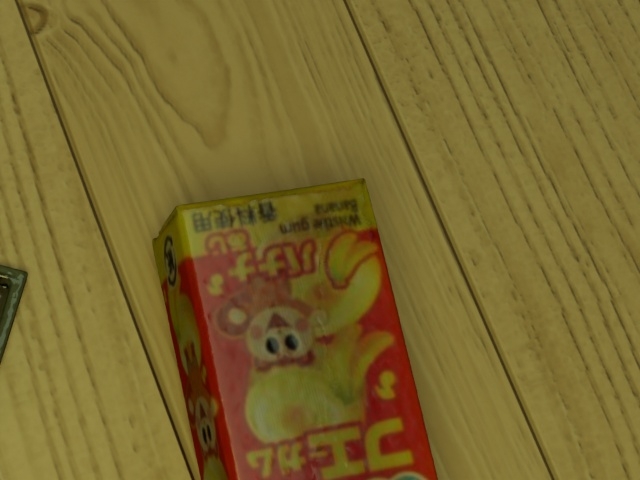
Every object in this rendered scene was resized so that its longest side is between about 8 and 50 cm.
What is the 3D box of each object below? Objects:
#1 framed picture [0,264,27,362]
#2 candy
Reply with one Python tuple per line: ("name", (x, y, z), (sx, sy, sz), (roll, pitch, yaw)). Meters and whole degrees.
("framed picture", (-0.350, 0.072, 1.056), (0.265, 0.018, 0.192), (17, 65, -8))
("candy", (-0.014, 0.105, 1.073), (0.146, 0.088, 0.276), (-7, 78, -18))
